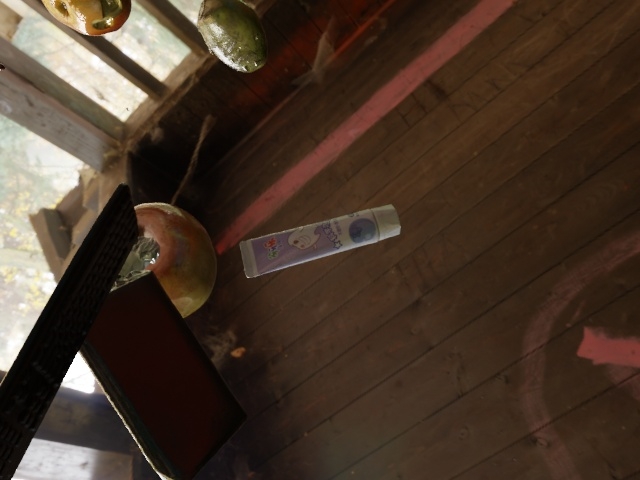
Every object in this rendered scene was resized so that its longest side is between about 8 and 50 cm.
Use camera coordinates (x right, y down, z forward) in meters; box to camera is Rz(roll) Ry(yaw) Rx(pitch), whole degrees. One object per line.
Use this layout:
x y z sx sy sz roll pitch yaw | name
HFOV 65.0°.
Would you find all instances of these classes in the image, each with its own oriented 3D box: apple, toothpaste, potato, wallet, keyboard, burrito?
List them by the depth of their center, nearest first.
-0.216 0.032 0.466 0.103 0.041 0.380 111 -11 -58 | keyboard
-0.196 0.155 0.602 0.044 0.250 0.149 -33 -178 29 | wallet
-0.370 0.071 0.896 0.203 0.064 0.064 -47 -141 -16 | burrito
-0.531 -0.557 1.133 0.199 0.199 0.199 -23 -130 31 | apple
0.000 0.000 1.173 0.372 0.079 0.125 -16 -137 -3 | toothpaste
-0.218 -0.523 1.266 0.150 0.251 0.113 -21 -119 17 | potato
-0.460 0.064 1.474 0.339 0.305 0.338 -4 -108 12 | apple

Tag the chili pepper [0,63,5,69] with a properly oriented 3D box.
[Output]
-0.602 -0.274 0.828 0.153 0.050 0.041 -4 -106 2 | chili pepper
